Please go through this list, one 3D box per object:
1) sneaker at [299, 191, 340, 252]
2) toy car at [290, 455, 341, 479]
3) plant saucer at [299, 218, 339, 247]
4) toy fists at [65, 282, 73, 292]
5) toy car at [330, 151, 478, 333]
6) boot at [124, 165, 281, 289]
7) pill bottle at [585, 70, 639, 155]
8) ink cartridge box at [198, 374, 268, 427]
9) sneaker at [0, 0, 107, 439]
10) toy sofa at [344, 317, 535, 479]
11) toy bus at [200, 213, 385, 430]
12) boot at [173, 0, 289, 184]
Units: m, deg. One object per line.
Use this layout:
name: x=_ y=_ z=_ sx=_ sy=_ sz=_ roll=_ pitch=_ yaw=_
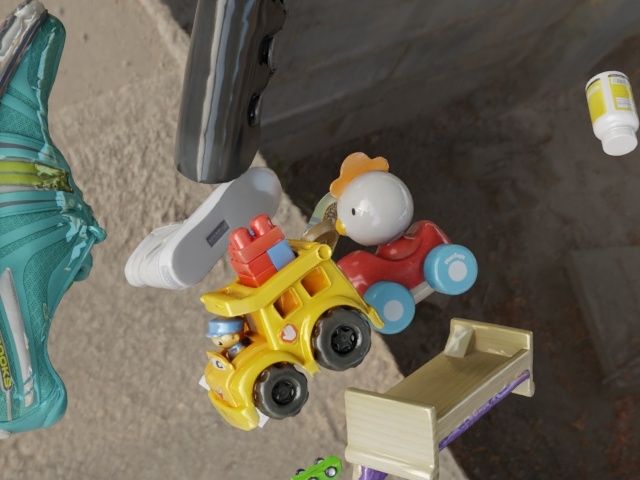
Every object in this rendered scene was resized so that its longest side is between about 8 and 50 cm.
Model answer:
sneaker: x=0.006 y=-0.024 z=1.767 sx=0.064 sy=0.192 sz=0.086 roll=25 pitch=34 yaw=-11
toy car: x=-0.054 y=0.467 z=1.657 sx=0.225 sy=0.239 sz=0.053 roll=-24 pitch=104 yaw=-21
plant saucer: x=0.000 y=0.000 z=1.422 sx=0.083 sy=0.083 sz=0.015 roll=-22 pitch=61 yaw=-29
toy fists: x=-0.581 y=0.025 z=1.800 sx=0.279 sy=0.142 sz=0.096 roll=47 pitch=9 yaw=34
toy car: x=0.074 y=-0.010 z=1.342 sx=0.210 sy=0.219 sz=0.237 roll=-30 pitch=101 yaw=-15
boot: x=-0.172 y=-0.022 z=1.304 sx=0.258 sy=0.123 sz=0.095 roll=-44 pitch=119 yaw=-40
pill bottle: x=0.428 y=-0.184 z=1.326 sx=0.065 sy=0.065 sz=0.116 roll=11 pitch=56 yaw=-15
ink cartridge box: x=-0.157 y=0.287 z=1.761 sx=0.150 sy=0.109 sz=0.063 roll=35 pitch=88 yaw=-1
sneaker: x=-0.186 y=-0.017 z=0.546 sx=0.110 sy=0.107 sz=0.275 roll=17 pitch=63 yaw=-32
toy sofa: x=0.196 y=0.262 z=1.412 sx=0.363 sy=0.150 sz=0.177 roll=-21 pitch=113 yaw=-51
toy bus: x=-0.067 y=0.085 z=1.090 sx=0.220 sy=0.149 sz=0.211 roll=-38 pitch=110 yaw=-19
boot: x=-0.117 y=-0.269 z=1.073 sx=0.146 sy=0.445 sz=0.367 roll=21 pitch=29 yaw=3
